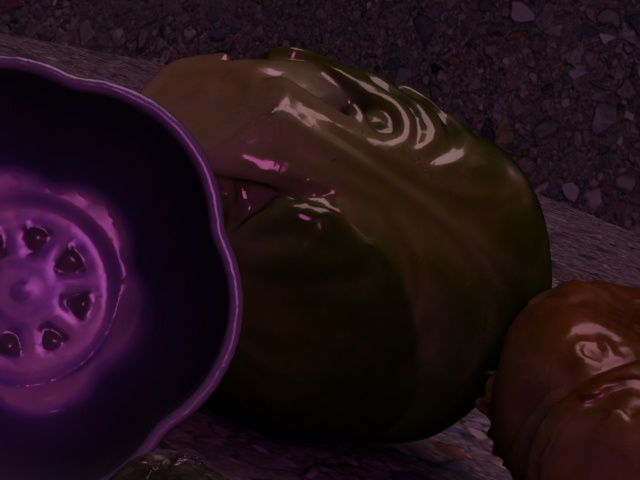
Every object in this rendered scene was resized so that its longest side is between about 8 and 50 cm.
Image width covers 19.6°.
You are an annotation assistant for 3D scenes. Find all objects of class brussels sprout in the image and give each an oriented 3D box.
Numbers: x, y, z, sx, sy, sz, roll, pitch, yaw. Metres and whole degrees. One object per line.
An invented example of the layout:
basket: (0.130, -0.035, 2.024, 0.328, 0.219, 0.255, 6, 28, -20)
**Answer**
brussels sprout: (-0.005, 0.003, 1.406, 0.289, 0.281, 0.354, 20, -21, 50)

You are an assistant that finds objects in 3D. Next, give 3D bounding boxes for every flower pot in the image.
flower pot: (-0.196, 0.031, 1.171, 0.265, 0.265, 0.243, 16, -7, -10)

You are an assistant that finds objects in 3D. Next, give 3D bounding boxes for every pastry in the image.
pastry: (0.251, 0.168, 1.292, 0.285, 0.184, 0.315, 3, 29, -34)

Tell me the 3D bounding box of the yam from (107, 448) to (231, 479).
yam: (-0.059, 0.176, 0.979, 0.107, 0.107, 0.183, 10, 10, -35)
